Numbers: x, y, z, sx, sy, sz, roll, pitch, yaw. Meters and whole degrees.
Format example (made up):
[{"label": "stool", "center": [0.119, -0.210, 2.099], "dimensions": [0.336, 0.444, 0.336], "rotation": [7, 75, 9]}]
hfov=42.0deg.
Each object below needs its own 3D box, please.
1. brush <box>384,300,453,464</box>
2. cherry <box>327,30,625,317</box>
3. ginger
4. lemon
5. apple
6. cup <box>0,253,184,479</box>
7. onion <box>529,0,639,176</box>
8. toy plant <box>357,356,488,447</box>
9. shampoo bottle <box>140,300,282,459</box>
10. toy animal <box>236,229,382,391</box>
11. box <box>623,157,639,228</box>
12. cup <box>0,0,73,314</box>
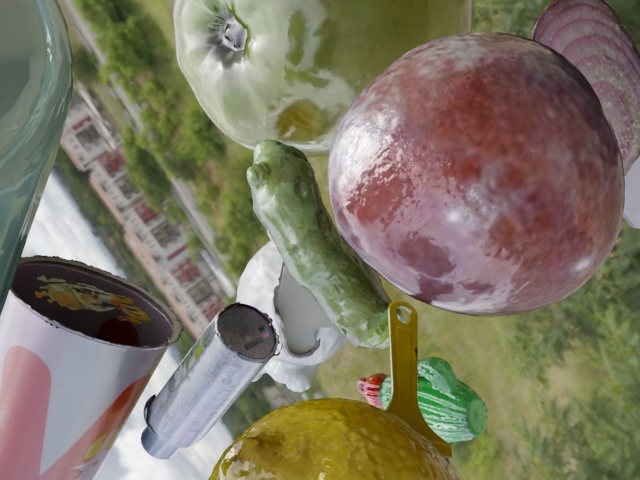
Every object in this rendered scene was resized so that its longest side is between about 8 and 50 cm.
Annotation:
[{"label": "brush", "center": [0.072, 0.128, 0.718], "dimensions": [0.205, 0.083, 0.011], "rotation": [-84, 11, -46]}, {"label": "cherry", "center": [0.136, -0.057, 0.690], "dimensions": [0.236, 0.285, 0.213], "rotation": [53, 127, 31]}, {"label": "ginger", "center": [0.001, 0.005, 0.978], "dimensions": [0.290, 0.137, 0.089], "rotation": [51, 128, 5]}, {"label": "lemon", "center": [0.014, 0.205, 0.547], "dimensions": [0.244, 0.187, 0.187], "rotation": [56, 169, -31]}, {"label": "apple", "center": [0.004, -0.342, 1.269], "dimensions": [0.474, 0.473, 0.474], "rotation": [51, 168, 15]}, {"label": "cup", "center": [-0.292, 0.187, 0.903], "dimensions": [0.202, 0.289, 0.203], "rotation": [25, -169, -5]}, {"label": "onion", "center": [0.313, -0.179, 1.071], "dimensions": [0.111, 0.250, 0.247], "rotation": [-5, 128, 54]}, {"label": "toy plant", "center": [0.155, 0.257, 1.279], "dimensions": [0.155, 0.088, 0.240], "rotation": [57, 144, 2]}, {"label": "shampoo bottle", "center": [-0.118, 0.146, 0.816], "dimensions": [0.072, 0.072, 0.214], "rotation": [51, 128, 15]}, {"label": "toy animal", "center": [-0.057, 0.102, 1.271], "dimensions": [0.357, 0.193, 0.258], "rotation": [155, 113, -64]}, {"label": "box", "center": [0.605, -0.146, 1.380], "dimensions": [0.188, 0.153, 0.252], "rotation": [45, 151, -19]}, {"label": "cup", "center": [-0.340, 0.012, 0.366], "dimensions": [0.392, 0.400, 0.310], "rotation": [-50, 41, 38]}]
